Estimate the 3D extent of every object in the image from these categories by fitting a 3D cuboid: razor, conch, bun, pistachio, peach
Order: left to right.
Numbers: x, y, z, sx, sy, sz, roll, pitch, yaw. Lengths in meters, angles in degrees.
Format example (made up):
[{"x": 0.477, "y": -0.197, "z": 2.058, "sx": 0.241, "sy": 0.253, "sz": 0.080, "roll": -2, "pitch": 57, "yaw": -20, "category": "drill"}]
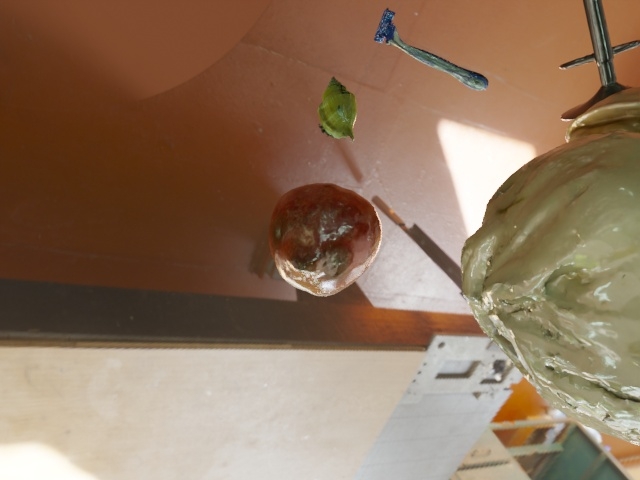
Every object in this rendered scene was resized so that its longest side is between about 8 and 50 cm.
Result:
[{"x": 0.000, "y": 0.000, "z": 1.123, "sx": 0.232, "sy": 0.256, "sz": 0.232, "roll": 5, "pitch": 105, "yaw": 17, "category": "peach"}, {"x": 0.042, "y": -0.318, "z": 1.355, "sx": 0.095, "sy": 0.201, "sz": 0.079, "roll": -3, "pitch": 145, "yaw": 15, "category": "conch"}, {"x": 0.281, "y": -0.466, "z": 1.421, "sx": 0.056, "sy": 0.324, "sz": 0.093, "roll": -52, "pitch": 172, "yaw": -37, "category": "razor"}, {"x": 0.285, "y": 0.065, "z": 0.569, "sx": 0.234, "sy": 0.326, "sz": 0.362, "roll": -34, "pitch": 171, "yaw": -5, "category": "bun"}, {"x": 0.537, "y": -0.146, "z": 0.939, "sx": 0.321, "sy": 0.238, "sz": 0.229, "roll": 11, "pitch": 90, "yaw": -64, "category": "pistachio"}]

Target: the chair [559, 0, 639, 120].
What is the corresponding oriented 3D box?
[{"x": 0.576, "y": -0.475, "z": 1.166, "sx": 0.226, "sy": 0.226, "sz": 0.401, "roll": -23, "pitch": 105, "yaw": -10, "category": "chair"}]
